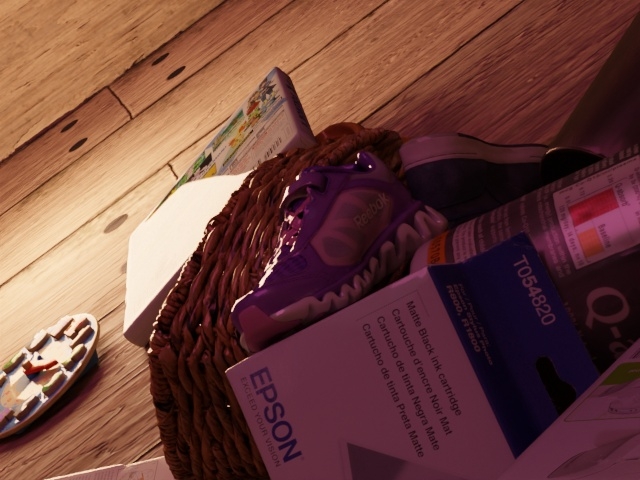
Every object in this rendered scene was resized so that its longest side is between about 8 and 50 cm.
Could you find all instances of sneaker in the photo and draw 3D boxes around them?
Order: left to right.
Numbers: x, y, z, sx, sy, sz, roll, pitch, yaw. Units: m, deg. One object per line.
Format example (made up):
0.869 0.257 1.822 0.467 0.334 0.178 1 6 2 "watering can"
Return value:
0.000 0.000 0.863 0.095 0.104 0.236 -30 4 39 "sneaker"
0.161 -0.005 1.035 0.086 0.163 0.226 -20 -13 41 "sneaker"

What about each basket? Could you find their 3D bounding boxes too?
-0.041 0.049 1.033 0.223 0.213 0.299 -12 33 41 "basket"
0.301 -0.107 0.962 0.227 0.154 0.204 -48 29 -19 "basket"

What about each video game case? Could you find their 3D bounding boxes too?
-0.137 -0.053 1.465 0.329 0.036 0.300 -48 21 13 "video game case"

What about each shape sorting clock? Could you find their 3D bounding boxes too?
-0.361 0.168 1.448 0.206 0.040 0.206 -29 24 14 "shape sorting clock"

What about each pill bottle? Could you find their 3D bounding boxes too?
0.216 0.023 0.806 0.278 0.162 0.162 -26 25 22 "pill bottle"

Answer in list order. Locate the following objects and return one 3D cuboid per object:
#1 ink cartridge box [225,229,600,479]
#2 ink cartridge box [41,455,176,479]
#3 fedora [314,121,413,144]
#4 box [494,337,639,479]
0.077 0.136 0.739 0.224 0.223 0.045 -29 -15 15 "ink cartridge box"
-0.221 0.286 1.059 0.225 0.056 0.181 -12 28 7 "ink cartridge box"
0.027 -0.086 1.363 0.194 0.079 0.194 -29 24 14 "fedora"
0.231 0.134 0.540 0.262 0.126 0.231 -10 15 44 "box"
